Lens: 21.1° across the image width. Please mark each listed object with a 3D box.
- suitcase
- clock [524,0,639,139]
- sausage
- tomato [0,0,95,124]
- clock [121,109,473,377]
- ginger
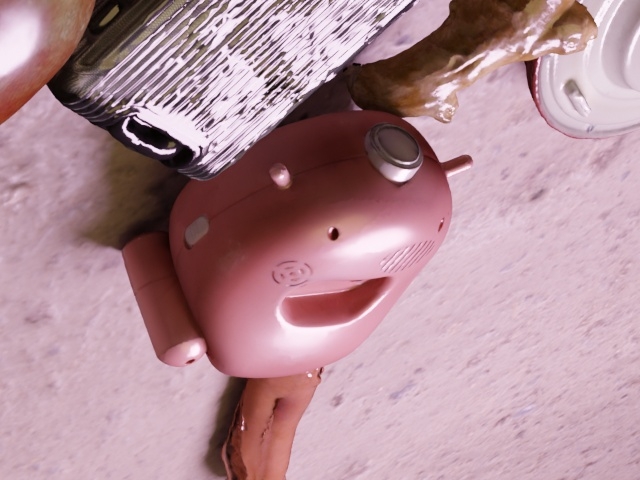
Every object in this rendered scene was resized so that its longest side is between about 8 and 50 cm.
[{"bbox_3d":[-0.040,-0.190,1.092,0.312,0.128,0.202,-42,148,12],"label":"suitcase"},{"bbox_3d":[0.310,-0.206,1.446,0.318,0.080,0.318,-23,147,-17],"label":"clock"},{"bbox_3d":[-0.045,0.166,1.623,0.078,0.078,0.304,-17,143,-27],"label":"sausage"},{"bbox_3d":[-0.236,-0.150,0.878,0.270,0.223,0.270,-22,143,-17],"label":"tomato"},{"bbox_3d":[0.000,0.000,1.329,0.227,0.142,0.241,-4,151,-40],"label":"clock"},{"bbox_3d":[0.159,-0.199,1.288,0.333,0.081,0.148,-43,122,14],"label":"ginger"}]
